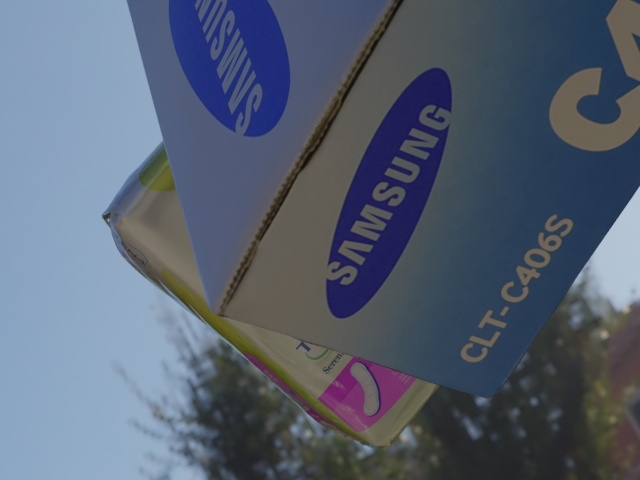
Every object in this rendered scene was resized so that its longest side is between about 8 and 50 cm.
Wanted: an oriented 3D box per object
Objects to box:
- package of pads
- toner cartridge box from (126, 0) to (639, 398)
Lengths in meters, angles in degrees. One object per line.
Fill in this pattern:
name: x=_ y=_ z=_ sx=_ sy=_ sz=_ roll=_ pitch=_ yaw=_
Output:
package of pads: x=0.000 y=0.000 z=1.395 sx=0.229 sy=0.296 sz=0.101 roll=-49 pitch=6 yaw=-8
toner cartridge box: x=0.010 y=-0.130 z=0.478 sx=0.075 sy=0.348 sz=0.165 roll=18 pitch=-64 yaw=-24
